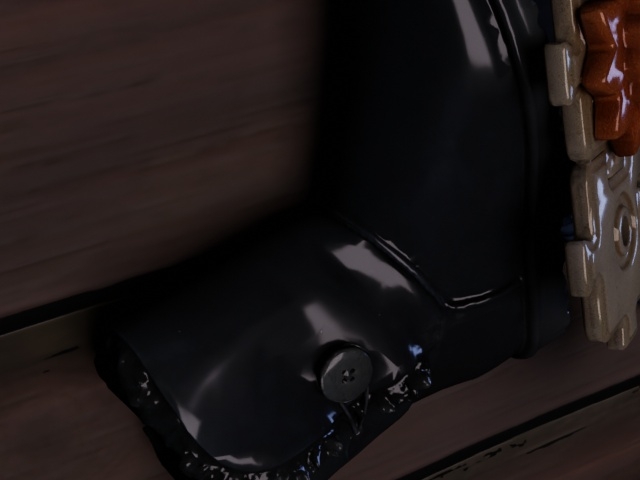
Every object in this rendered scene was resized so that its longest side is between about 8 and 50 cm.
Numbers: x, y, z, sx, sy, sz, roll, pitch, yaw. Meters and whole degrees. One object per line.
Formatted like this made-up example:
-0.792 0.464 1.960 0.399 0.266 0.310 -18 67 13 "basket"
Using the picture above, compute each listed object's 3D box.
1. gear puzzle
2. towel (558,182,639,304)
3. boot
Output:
0.153 -0.045 0.495 0.175 0.044 0.338 -32 117 -54 "gear puzzle"
0.180 -0.004 0.609 0.119 0.029 0.067 35 91 -34 "towel"
0.000 0.000 0.472 0.207 0.094 0.246 -30 126 -20 "boot"
